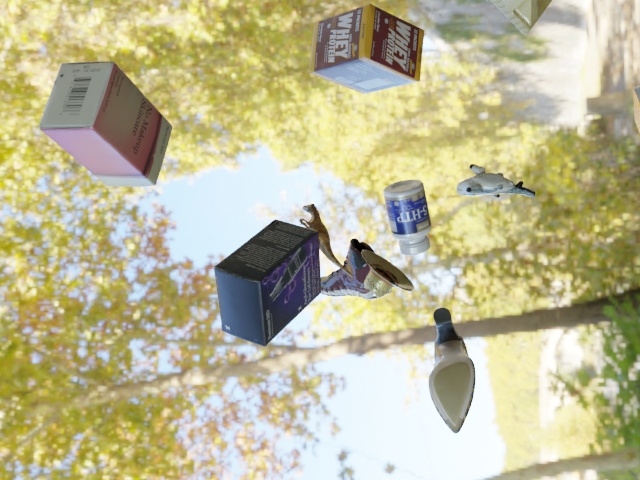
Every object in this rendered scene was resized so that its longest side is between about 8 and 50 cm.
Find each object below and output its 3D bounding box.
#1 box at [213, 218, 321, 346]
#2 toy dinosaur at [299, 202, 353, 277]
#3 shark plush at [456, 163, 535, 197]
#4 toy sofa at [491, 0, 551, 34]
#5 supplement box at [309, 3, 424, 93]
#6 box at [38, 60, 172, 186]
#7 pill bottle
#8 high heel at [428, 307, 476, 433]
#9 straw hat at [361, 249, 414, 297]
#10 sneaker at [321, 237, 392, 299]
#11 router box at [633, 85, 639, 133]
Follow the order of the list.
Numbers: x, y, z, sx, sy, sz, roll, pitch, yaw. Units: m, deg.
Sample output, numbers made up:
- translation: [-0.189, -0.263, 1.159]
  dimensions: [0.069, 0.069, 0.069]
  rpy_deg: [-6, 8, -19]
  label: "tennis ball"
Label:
- translation: [-0.097, 0.078, 1.585]
  dimensions: [0.207, 0.108, 0.153]
  rpy_deg: [-43, -40, -45]
  label: "box"
- translation: [0.000, 0.000, 1.983]
  dimensions: [0.211, 0.112, 0.064]
  rpy_deg: [66, 152, 14]
  label: "toy dinosaur"
- translation: [0.372, -0.117, 1.753]
  dimensions: [0.067, 0.161, 0.073]
  rpy_deg: [83, -174, -56]
  label: "shark plush"
- translation: [0.403, -0.515, 1.305]
  dimensions: [0.177, 0.362, 0.150]
  rpy_deg: [43, -126, -6]
  label: "toy sofa"
- translation: [0.110, -0.450, 1.961]
  dimensions: [0.191, 0.194, 0.129]
  rpy_deg: [12, -100, -41]
  label: "supplement box"
- translation: [-0.409, -0.221, 1.600]
  dimensions: [0.232, 0.126, 0.149]
  rpy_deg: [50, -133, -59]
  label: "box"
- translation: [0.240, -0.061, 2.228]
  dimensions: [0.112, 0.112, 0.187]
  rpy_deg: [-56, -44, -62]
  label: "pill bottle"
- translation: [0.271, 0.287, 1.658]
  dimensions: [0.186, 0.093, 0.261]
  rpy_deg: [66, -161, -53]
  label: "high heel"
- translation: [0.123, 0.085, 1.709]
  dimensions: [0.061, 0.144, 0.144]
  rpy_deg: [-55, -11, 14]
  label: "straw hat"
- translation: [0.084, 0.072, 2.324]
  dimensions: [0.106, 0.281, 0.163]
  rpy_deg: [-21, -76, -40]
  label: "sneaker"
- translation: [0.832, -0.253, 1.674]
  dimensions: [0.301, 0.335, 0.082]
  rpy_deg: [-68, -32, -58]
  label: "router box"
